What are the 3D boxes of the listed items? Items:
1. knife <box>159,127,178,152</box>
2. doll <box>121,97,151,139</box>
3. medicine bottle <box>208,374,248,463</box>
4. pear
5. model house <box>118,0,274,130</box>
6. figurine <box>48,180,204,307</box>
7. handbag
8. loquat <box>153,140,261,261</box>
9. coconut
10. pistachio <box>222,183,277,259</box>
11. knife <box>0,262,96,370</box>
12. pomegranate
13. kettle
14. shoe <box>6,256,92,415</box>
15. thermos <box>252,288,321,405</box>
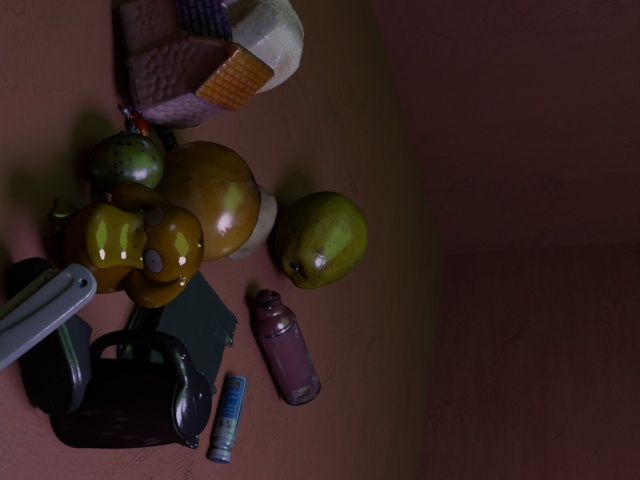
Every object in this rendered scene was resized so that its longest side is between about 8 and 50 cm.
[{"bbox_3d":[-0.298,-0.123,1.360,0.072,0.019,0.245,-62,142,-51],"label":"knife"},{"bbox_3d":[-0.350,-0.218,1.230,0.057,0.039,0.114,-72,147,-88],"label":"doll"},{"bbox_3d":[-0.204,0.396,1.426,0.051,0.051,0.191,58,35,-48],"label":"medicine bottle"},{"bbox_3d":[0.000,0.000,1.756,0.307,0.253,0.252,-49,131,-44],"label":"pear"},{"bbox_3d":[-0.232,-0.364,1.250,0.202,0.238,0.236,14,63,-71],"label":"model house"},{"bbox_3d":[-0.311,0.008,1.023,0.215,0.228,0.215,9,77,-42],"label":"figurine"},{"bbox_3d":[-0.270,0.199,1.276,0.260,0.079,0.247,61,32,-45],"label":"handbag"},{"bbox_3d":[-0.229,-0.072,1.241,0.235,0.235,0.235,-5,90,-68],"label":"loquat"},{"bbox_3d":[-0.156,-0.472,1.508,0.247,0.245,0.244,49,41,-56],"label":"coconut"},{"bbox_3d":[-0.181,-0.041,1.485,0.152,0.126,0.223,61,42,-35],"label":"pistachio"},{"bbox_3d":[-0.417,0.124,0.852,0.073,0.040,0.265,48,60,-4],"label":"knife"},{"bbox_3d":[-0.337,-0.113,1.127,0.129,0.130,0.159,-58,148,-56],"label":"pomegranate"},{"bbox_3d":[-0.291,0.236,1.014,0.144,0.232,0.202,-28,110,-67],"label":"kettle"},{"bbox_3d":[-0.390,0.139,0.963,0.093,0.108,0.241,-23,103,-63],"label":"shoe"},{"bbox_3d":[-0.092,0.258,1.648,0.136,0.110,0.330,-61,140,-53],"label":"thermos"}]
